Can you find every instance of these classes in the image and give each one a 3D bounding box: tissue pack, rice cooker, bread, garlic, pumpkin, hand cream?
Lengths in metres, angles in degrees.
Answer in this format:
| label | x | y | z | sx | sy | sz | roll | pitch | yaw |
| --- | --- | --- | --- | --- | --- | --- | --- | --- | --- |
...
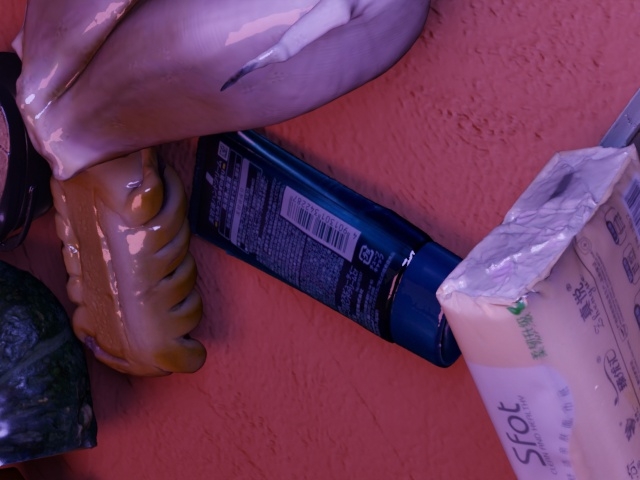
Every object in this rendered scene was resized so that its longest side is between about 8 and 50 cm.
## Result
| label | x | y | z | sx | sy | sz | roll | pitch | yaw |
| --- | --- | --- | --- | --- | --- | --- | --- | --- | --- |
| tissue pack | 0.177 | 0.073 | 1.271 | 0.090 | 0.186 | 0.222 | 1 | 127 | 40 |
| rice cooker | -0.269 | -0.074 | 1.610 | 0.112 | 0.106 | 0.165 | 28 | 133 | 22 |
| bread | -0.152 | 0.007 | 1.577 | 0.134 | 0.081 | 0.225 | 23 | 127 | 43 |
| garlic | -0.067 | -0.186 | 1.295 | 0.340 | 0.246 | 0.231 | -14 | 97 | 62 |
| pumpkin | -0.348 | 0.110 | 1.665 | 0.263 | 0.293 | 0.197 | 154 | 105 | -81 |
| hand cream | 0.000 | 0.000 | 1.480 | 0.270 | 0.061 | 0.120 | 29 | 128 | 28 |

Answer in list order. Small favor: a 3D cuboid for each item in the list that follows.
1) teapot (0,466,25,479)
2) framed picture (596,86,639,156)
| label | x | y | z | sx | sy | sz | roll | pitch | yaw |
| --- | --- | --- | --- | --- | --- | --- | --- | --- | --- |
| teapot | -0.311 | 0.265 | 1.771 | 0.116 | 0.116 | 0.173 | 52 | 172 | 1 |
| framed picture | 0.319 | -0.067 | 1.214 | 0.232 | 0.019 | 0.296 | 42 | 133 | 10 |
